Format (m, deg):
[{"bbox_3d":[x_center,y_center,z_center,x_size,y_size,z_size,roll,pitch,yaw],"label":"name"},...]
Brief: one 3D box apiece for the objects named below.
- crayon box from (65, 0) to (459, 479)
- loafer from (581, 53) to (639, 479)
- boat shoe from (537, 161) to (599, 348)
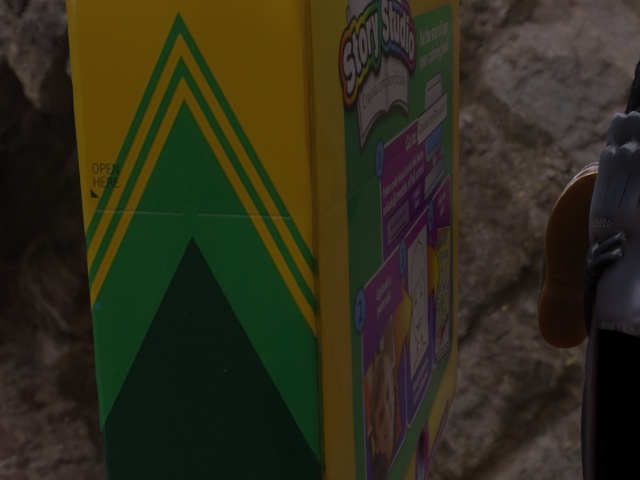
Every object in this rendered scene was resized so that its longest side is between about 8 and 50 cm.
[{"bbox_3d":[0.000,0.000,0.600,0.106,0.313,0.363,1,15,15],"label":"crayon box"},{"bbox_3d":[0.145,0.049,0.411,0.095,0.109,0.302,-13,-74,-37],"label":"loafer"},{"bbox_3d":[0.253,0.007,1.097,0.073,0.073,0.207,-59,-18,-51],"label":"boat shoe"}]
